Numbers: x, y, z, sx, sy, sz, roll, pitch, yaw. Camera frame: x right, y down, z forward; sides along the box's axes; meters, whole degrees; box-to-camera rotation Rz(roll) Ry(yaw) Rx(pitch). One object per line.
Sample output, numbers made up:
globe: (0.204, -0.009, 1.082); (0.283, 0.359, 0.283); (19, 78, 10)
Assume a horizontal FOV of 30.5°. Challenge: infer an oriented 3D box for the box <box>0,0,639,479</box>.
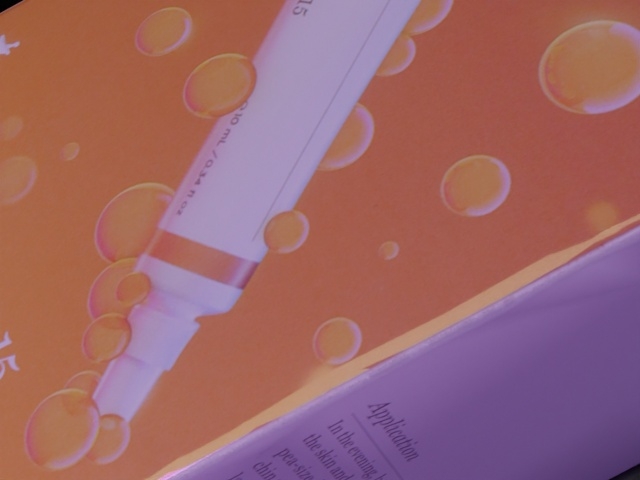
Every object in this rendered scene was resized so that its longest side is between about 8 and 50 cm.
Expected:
box: (0.000, 0.000, 0.440); (0.345, 0.168, 0.215); (-29, 54, 2)
